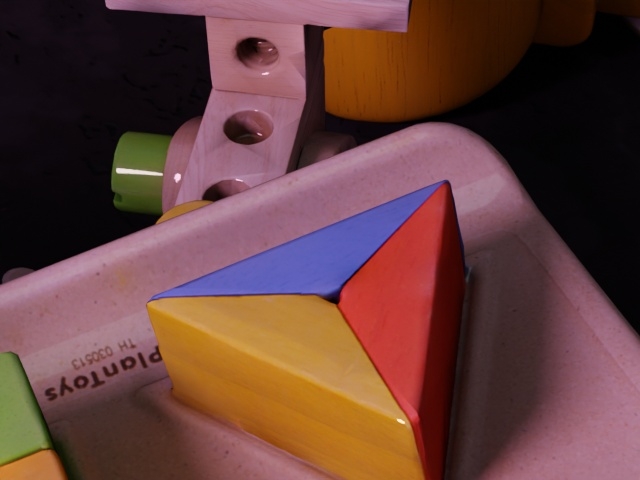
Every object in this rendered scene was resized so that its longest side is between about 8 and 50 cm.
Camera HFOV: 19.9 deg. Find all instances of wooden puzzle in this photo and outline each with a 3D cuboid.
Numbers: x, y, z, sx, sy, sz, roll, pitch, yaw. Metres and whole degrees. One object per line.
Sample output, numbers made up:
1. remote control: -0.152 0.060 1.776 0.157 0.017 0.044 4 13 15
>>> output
1. wooden puzzle: -0.023 0.112 0.511 0.322 0.080 0.348 -21 46 -10

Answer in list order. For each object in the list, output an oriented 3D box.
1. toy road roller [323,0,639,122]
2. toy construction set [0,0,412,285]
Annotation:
1. toy road roller: 0.111 -0.180 0.983 0.329 0.202 0.241 9 54 12
2. toy construction set: 0.000 0.000 0.733 0.308 0.237 0.257 27 46 23
